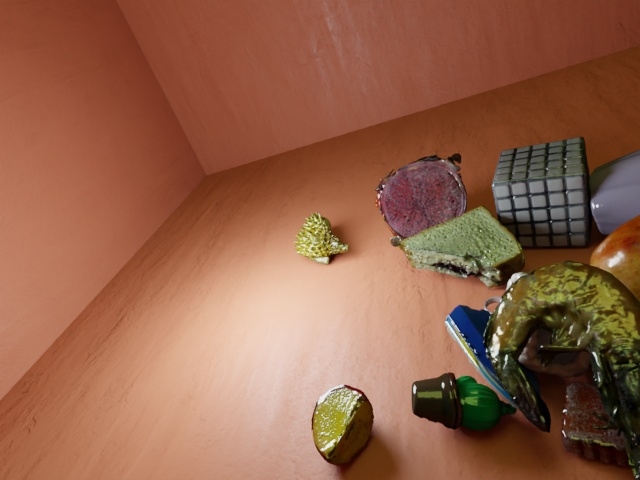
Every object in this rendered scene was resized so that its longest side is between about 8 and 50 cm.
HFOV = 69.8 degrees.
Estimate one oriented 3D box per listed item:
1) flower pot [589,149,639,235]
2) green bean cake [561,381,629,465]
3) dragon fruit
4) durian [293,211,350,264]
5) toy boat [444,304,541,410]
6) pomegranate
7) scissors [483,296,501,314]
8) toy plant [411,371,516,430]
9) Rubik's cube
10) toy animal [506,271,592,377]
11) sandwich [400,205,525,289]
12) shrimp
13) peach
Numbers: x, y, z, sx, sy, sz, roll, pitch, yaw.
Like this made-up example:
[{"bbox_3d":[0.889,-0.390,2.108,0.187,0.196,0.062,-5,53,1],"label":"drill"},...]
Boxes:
[{"bbox_3d":[0.840,-0.123,1.167,0.243,0.265,0.265,-6,31,45],"label":"flower pot"},{"bbox_3d":[0.506,0.323,0.812,0.135,0.056,0.135,-1,33,35],"label":"green bean cake"},{"bbox_3d":[0.349,-0.115,1.546,0.314,0.296,0.263,-23,-7,5],"label":"dragon fruit"},{"bbox_3d":[0.000,0.000,1.719,0.172,0.166,0.306,-57,25,0],"label":"durian"},{"bbox_3d":[0.376,0.261,0.978,0.129,0.088,0.295,13,25,-18],"label":"toy boat"},{"bbox_3d":[0.708,0.060,0.964,0.252,0.229,0.270,-27,-16,-6],"label":"pomegranate"},{"bbox_3d":[0.473,0.204,1.079,0.118,0.030,0.242,-14,29,7],"label":"scissors"},{"bbox_3d":[0.288,0.326,0.936,0.200,0.105,0.143,3,11,7],"label":"toy plant"},{"bbox_3d":[0.648,-0.135,1.334,0.238,0.237,0.237,-4,34,34],"label":"Rubik's cube"},{"bbox_3d":[0.487,0.161,0.959,0.204,0.156,0.208,13,37,5],"label":"toy animal"},{"bbox_3d":[0.401,0.039,1.296,0.288,0.099,0.254,-22,44,5],"label":"sandwich"},{"bbox_3d":[0.439,0.241,0.771,0.272,0.085,0.445,-20,57,19],"label":"shrimp"},{"bbox_3d":[0.050,0.401,0.985,0.127,0.092,0.172,-14,39,26],"label":"peach"}]
